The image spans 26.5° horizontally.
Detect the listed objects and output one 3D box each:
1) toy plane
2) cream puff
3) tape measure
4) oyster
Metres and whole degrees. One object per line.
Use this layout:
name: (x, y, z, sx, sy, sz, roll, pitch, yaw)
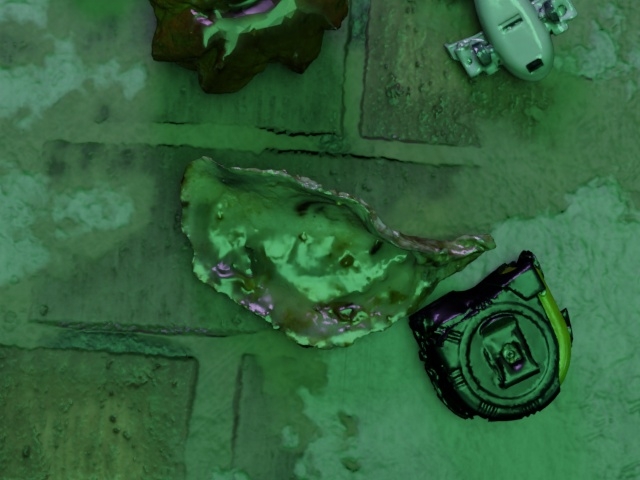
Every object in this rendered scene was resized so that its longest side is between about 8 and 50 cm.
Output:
toy plane: (0.235, -0.278, 1.702, 0.174, 0.080, 0.174, 1, 101, 7)
cream puff: (-0.088, -0.309, 1.622, 0.241, 0.155, 0.268, -6, 108, -14)
tape measure: (0.228, 0.133, 1.695, 0.199, 0.112, 0.186, -28, 97, -5)
oyster: (0.004, 0.026, 1.677, 0.396, 0.111, 0.204, 18, 106, -9)
